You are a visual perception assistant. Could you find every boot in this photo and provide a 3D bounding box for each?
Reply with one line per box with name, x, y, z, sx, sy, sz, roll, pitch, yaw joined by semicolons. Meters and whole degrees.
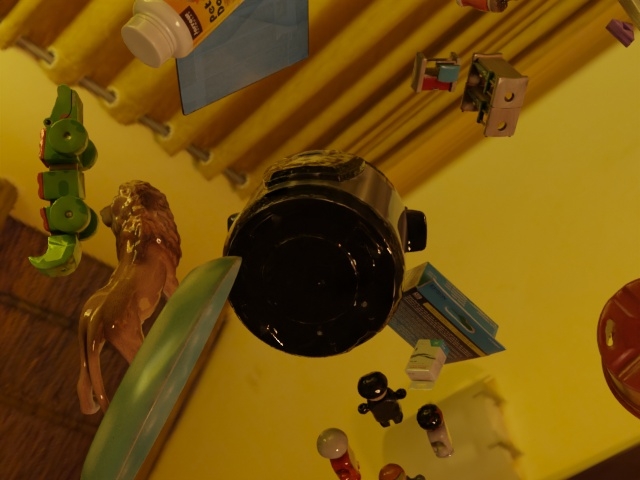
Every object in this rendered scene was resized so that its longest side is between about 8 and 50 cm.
boot;0.290;-0.429;1.399;0.158;0.085;0.059;-41;-49;-45

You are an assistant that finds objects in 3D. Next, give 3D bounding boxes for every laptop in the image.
laptop;-0.090;-0.465;1.683;0.382;0.408;0.236;-34;-74;-33

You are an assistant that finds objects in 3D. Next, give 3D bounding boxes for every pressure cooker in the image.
pressure cooker;-0.001;0.006;1.739;0.370;0.375;0.420;40;-160;-7

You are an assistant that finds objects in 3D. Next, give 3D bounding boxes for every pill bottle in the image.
pill bottle;-0.221;-0.380;1.345;0.117;0.117;0.215;45;-115;-14

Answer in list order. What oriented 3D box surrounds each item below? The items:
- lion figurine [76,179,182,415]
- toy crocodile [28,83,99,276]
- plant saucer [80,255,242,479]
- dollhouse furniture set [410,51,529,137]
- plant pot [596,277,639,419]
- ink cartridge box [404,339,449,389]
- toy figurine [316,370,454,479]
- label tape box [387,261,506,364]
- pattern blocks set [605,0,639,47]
lion figurine;-0.302;0.087;1.306;0.392;0.142;0.240;-92;0;-56
toy crocodile;-0.453;-0.106;1.456;0.115;0.105;0.340;125;142;-81
plant saucer;-0.174;0.150;0.887;0.044;0.317;0.317;27;-152;-1
dollhouse furniture set;0.285;-0.286;1.625;0.184;0.128;0.129;-3;-145;-16
plant pot;0.604;0.183;1.432;0.265;0.272;0.272;30;-148;-57
ink cartridge box;0.169;0.199;1.328;0.028;0.048;0.083;56;-134;-30
toy figurine;0.124;0.367;1.513;0.210;0.213;0.148;22;150;40
label tape box;0.304;0.181;2.063;0.249;0.348;0.115;42;-117;-7
pattern blocks set;0.521;-0.331;1.235;0.325;0.026;0.285;-10;-119;-37
